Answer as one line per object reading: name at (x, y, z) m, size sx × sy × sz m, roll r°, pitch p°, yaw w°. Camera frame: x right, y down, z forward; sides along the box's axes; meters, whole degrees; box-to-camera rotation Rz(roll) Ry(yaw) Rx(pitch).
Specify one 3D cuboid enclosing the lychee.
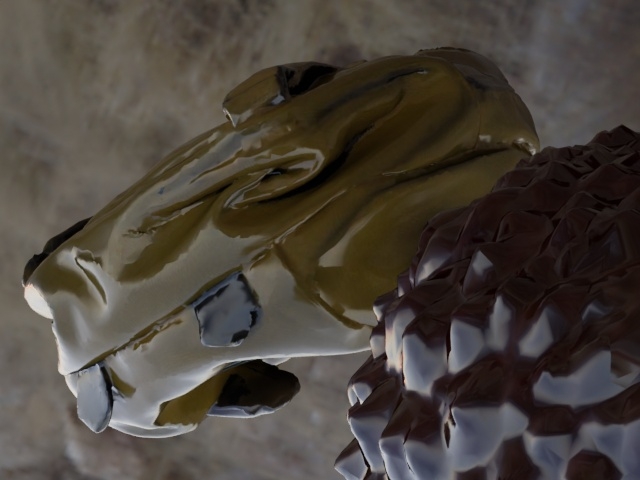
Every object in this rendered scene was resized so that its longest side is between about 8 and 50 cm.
lychee at (0.153, 0.097, 0.538) m, size 0.306 × 0.330 × 0.306 m, roll -2°, pitch -165°, yaw 1°

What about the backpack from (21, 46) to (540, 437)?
backpack at (-0.002, -0.006, 1.124) m, size 0.353 × 0.378 × 0.201 m, roll -28°, pitch 90°, yaw 48°
